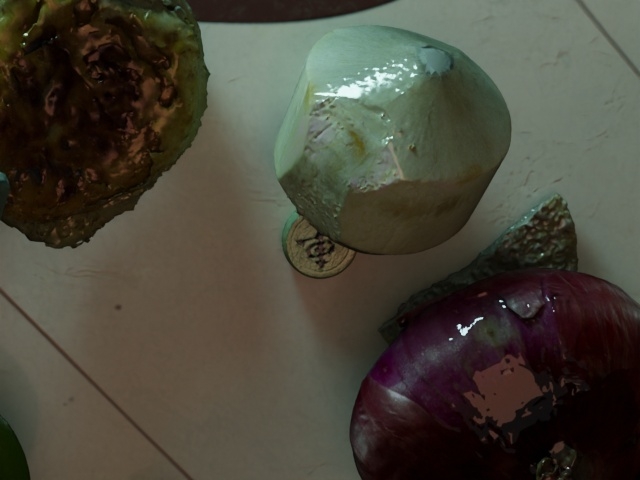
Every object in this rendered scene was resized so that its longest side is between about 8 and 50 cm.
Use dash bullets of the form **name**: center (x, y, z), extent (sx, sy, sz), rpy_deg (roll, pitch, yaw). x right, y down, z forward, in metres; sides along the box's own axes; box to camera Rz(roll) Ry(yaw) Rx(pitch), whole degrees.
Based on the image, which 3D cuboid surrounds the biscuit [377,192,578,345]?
- **biscuit**: center (0.196, 0.068, 1.699), extent (0.250, 0.032, 0.133), rpy_deg (-37, 106, 1)

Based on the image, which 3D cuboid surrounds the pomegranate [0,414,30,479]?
- **pomegranate**: center (-0.421, 0.212, 1.565), extent (0.236, 0.236, 0.302), rpy_deg (-15, 76, -4)

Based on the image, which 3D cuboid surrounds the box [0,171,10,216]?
- **box**: center (-0.411, -0.032, 1.484), extent (0.163, 0.243, 0.135), rpy_deg (-30, 80, -28)

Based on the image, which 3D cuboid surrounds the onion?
- **onion**: center (0.211, 0.201, 1.584), extent (0.347, 0.285, 0.347), rpy_deg (-10, 129, -12)

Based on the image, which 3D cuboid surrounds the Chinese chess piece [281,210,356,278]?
- **Chinese chess piece**: center (0.000, 0.000, 1.657), extent (0.084, 0.034, 0.084), rpy_deg (-2, 103, -7)

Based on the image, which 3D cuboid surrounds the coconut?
- **coconut**: center (0.069, -0.107, 1.541), extent (0.241, 0.241, 0.241), rpy_deg (-2, 102, -7)

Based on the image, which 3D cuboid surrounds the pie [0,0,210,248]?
- **pie**: center (-0.236, -0.145, 1.539), extent (0.308, 0.085, 0.308), rpy_deg (-9, 112, -23)
